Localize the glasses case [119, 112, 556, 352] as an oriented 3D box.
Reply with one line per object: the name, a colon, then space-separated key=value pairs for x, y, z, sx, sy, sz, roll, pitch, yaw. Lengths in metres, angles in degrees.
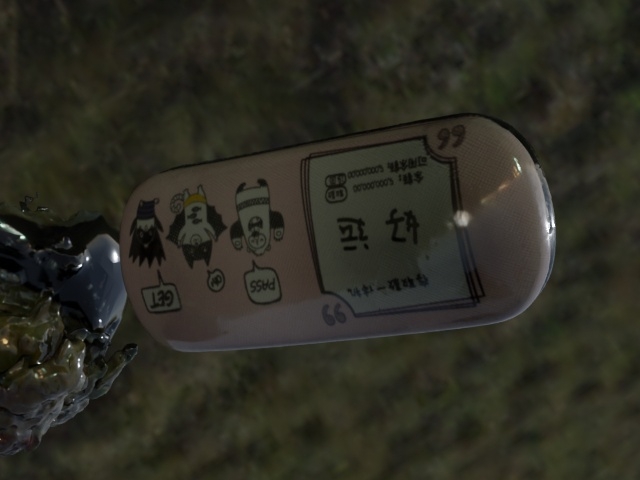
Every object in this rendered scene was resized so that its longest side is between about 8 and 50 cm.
glasses case: x=0.000 y=0.000 z=1.051 sx=0.314 sy=0.122 sz=0.075 roll=-7 pitch=-175 yaw=37

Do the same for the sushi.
sushi: x=-0.270 y=0.091 z=1.511 sx=0.225 sy=0.218 sz=0.238 roll=-4 pitch=153 yaw=3
